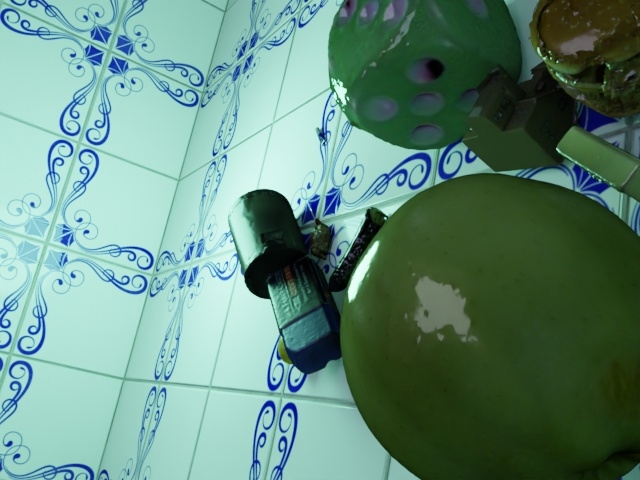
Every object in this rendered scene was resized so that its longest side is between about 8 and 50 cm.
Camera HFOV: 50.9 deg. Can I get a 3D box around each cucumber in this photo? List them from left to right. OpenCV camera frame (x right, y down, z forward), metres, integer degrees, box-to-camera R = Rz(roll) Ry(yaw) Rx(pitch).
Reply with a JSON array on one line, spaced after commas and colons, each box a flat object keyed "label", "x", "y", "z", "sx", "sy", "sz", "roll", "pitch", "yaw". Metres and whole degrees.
[{"label": "cucumber", "x": 0.091, "y": 0.035, "z": 1.675, "sx": 0.245, "sy": 0.067, "sz": 0.067, "roll": -63, "pitch": 28, "yaw": 16}]

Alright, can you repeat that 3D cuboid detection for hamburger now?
[{"label": "hamburger", "x": 0.470, "y": -0.323, "z": 1.069, "sx": 0.245, "sy": 0.211, "sz": 0.260, "roll": -12, "pitch": 59, "yaw": 35}]

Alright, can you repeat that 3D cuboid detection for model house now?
[{"label": "model house", "x": 0.390, "y": -0.279, "z": 1.275, "sx": 0.181, "sy": 0.176, "sz": 0.248, "roll": -2, "pitch": 54, "yaw": 59}]

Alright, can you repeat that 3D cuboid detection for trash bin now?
[{"label": "trash bin", "x": -0.147, "y": 0.012, "z": 1.958, "sx": 0.301, "sy": 0.203, "sz": 0.252, "roll": -114, "pitch": 11, "yaw": -51}]

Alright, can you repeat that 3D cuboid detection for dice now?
[{"label": "dice", "x": 0.215, "y": -0.412, "z": 1.463, "sx": 0.330, "sy": 0.318, "sz": 0.322, "roll": -33, "pitch": 45, "yaw": 45}]

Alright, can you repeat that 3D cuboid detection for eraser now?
[{"label": "eraser", "x": -0.040, "y": 0.181, "z": 1.715, "sx": 0.155, "sy": 0.101, "sz": 0.332, "roll": -31, "pitch": 36, "yaw": 7}, {"label": "eraser", "x": 0.463, "y": -0.112, "z": 1.050, "sx": 0.058, "sy": 0.117, "sz": 0.172, "roll": -60, "pitch": 29, "yaw": 18}]

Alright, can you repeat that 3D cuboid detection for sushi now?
[{"label": "sushi", "x": 0.000, "y": 0.000, "z": 1.867, "sx": 0.055, "sy": 0.052, "sz": 0.120, "roll": 130, "pitch": 152, "yaw": -61}]

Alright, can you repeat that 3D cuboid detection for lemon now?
[{"label": "lemon", "x": -0.072, "y": 0.273, "z": 1.778, "sx": 0.082, "sy": 0.082, "sz": 0.110, "roll": -29, "pitch": 50, "yaw": 51}]

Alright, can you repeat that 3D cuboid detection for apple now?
[{"label": "apple", "x": 0.255, "y": 0.143, "z": 0.928, "sx": 0.474, "sy": 0.474, "sz": 0.473, "roll": -39, "pitch": 40, "yaw": 44}]

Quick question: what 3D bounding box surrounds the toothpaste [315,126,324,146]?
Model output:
[{"label": "toothpaste", "x": 0.000, "y": -0.330, "z": 2.123, "sx": 0.024, "sy": 0.015, "sz": 0.083, "roll": -59, "pitch": 34, "yaw": 35}]
